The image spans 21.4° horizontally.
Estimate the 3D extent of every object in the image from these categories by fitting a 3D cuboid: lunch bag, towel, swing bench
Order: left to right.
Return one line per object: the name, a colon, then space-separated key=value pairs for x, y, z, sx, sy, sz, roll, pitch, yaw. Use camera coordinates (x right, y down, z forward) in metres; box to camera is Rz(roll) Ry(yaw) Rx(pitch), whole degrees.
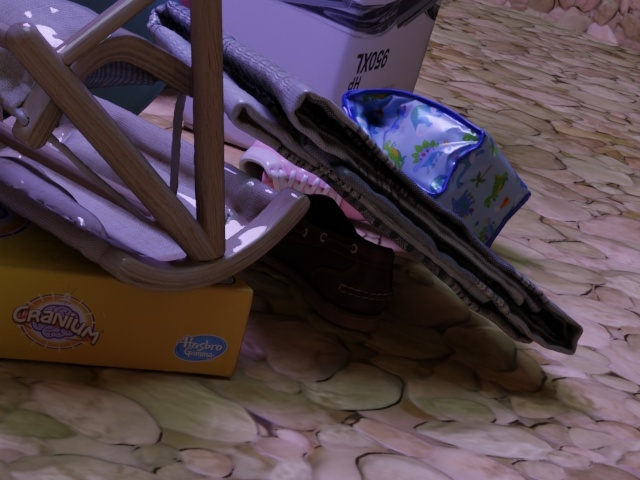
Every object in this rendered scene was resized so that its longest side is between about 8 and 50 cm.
swing bench: x=-0.170 y=-0.104 z=1.068 sx=0.253 sy=0.254 sz=0.165 roll=27 pitch=56 yaw=37
towel: x=0.021 y=-0.045 z=1.279 sx=0.312 sy=0.056 sz=0.324 roll=40 pitch=-1 yaw=-28
lunch bag: x=0.094 y=-0.071 z=1.532 sx=0.151 sy=0.096 sz=0.129 roll=37 pitch=-6 yaw=35

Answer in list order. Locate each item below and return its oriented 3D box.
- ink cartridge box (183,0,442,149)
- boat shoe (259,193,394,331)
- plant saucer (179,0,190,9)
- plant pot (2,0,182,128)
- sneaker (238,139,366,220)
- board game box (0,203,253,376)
ink cartridge box: x=0.025 y=-0.293 z=1.752 sx=0.166 sy=0.395 sz=0.285 roll=22 pitch=18 yaw=16
boat shoe: x=0.000 y=0.000 z=1.334 sx=0.073 sy=0.073 sz=0.207 roll=3 pitch=19 yaw=-32
plant saucer: x=-0.254 y=-0.293 z=1.866 sx=0.332 sy=0.084 sz=0.332 roll=-7 pitch=35 yaw=5
plant pot: x=-0.255 y=-0.227 z=1.469 sx=0.272 sy=0.271 sz=0.255 roll=32 pitch=-11 yaw=44
sneaker: x=-0.015 y=-0.048 z=1.529 sx=0.134 sy=0.051 sz=0.070 roll=34 pitch=44 yaw=17
board game box: x=-0.234 y=0.003 z=1.131 sx=0.316 sy=0.064 sz=0.242 roll=6 pitch=18 yaw=-27
